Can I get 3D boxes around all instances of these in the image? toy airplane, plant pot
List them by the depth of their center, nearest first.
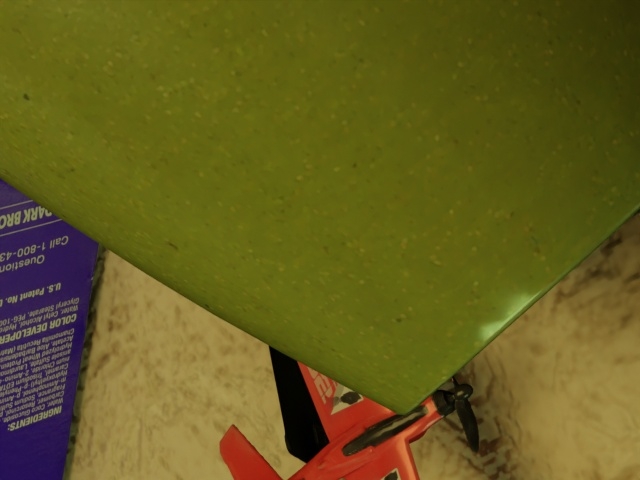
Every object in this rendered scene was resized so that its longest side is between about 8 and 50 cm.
[{"bbox_3d":[-0.021,-0.099,0.604,0.293,0.275,0.275,47,135,4],"label":"plant pot"},{"bbox_3d":[0.005,0.087,0.724,0.151,0.028,0.151,6,99,38],"label":"toy airplane"}]

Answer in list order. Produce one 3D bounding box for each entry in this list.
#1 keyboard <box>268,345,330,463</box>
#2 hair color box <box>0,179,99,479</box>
[{"bbox_3d":[0.000,0.000,0.766,0.100,0.038,0.192,-164,62,-70],"label":"keyboard"},{"bbox_3d":[-0.218,0.059,0.963,0.185,0.110,0.339,36,129,35],"label":"hair color box"}]
